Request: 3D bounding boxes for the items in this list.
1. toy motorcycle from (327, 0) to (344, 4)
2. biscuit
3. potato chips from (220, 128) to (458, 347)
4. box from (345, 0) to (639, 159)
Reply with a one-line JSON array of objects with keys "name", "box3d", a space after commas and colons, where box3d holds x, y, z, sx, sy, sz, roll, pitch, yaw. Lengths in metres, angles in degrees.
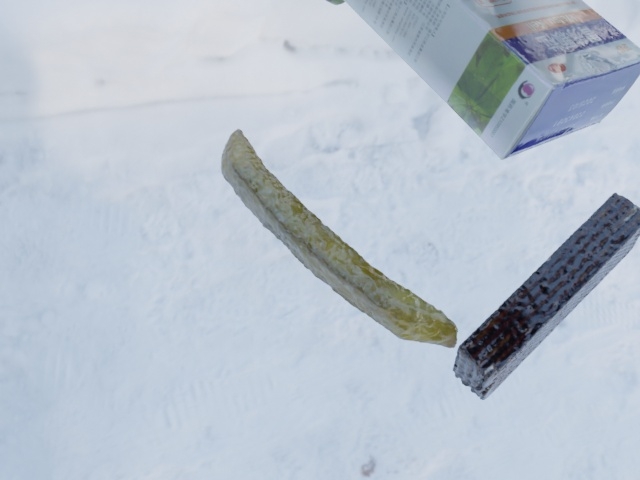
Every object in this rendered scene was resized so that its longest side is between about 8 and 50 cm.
[{"name": "toy motorcycle", "box3d": [0.119, -0.509, 1.182, 0.410, 0.237, 0.169, -13, 33, -19]}, {"name": "biscuit", "box3d": [0.350, 0.083, 1.130, 0.388, 0.107, 0.073, -41, 64, -17]}, {"name": "potato chips", "box3d": [0.000, 0.000, 0.915, 0.407, 0.057, 0.080, 42, 52, 19]}, {"name": "box", "box3d": [0.192, -0.248, 0.851, 0.200, 0.106, 0.299, -22, 61, -37]}]
